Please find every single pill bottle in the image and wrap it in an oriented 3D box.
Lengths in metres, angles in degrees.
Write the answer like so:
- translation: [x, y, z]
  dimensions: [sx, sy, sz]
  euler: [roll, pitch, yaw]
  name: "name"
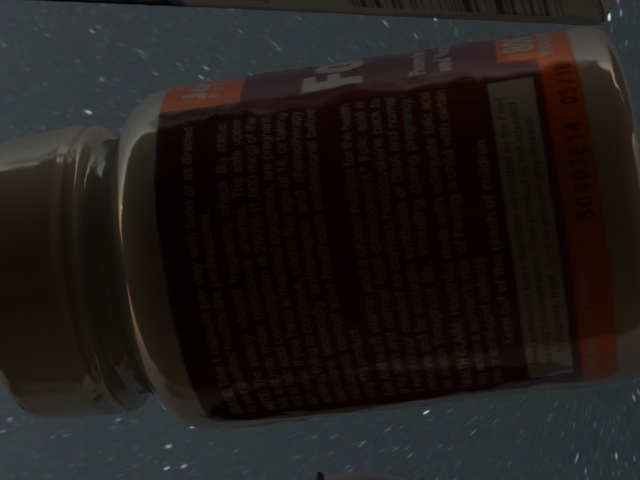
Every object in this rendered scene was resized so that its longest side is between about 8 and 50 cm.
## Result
- translation: [0.000, 0.000, 0.843]
  dimensions: [0.392, 0.224, 0.224]
  euler: [-7, -94, 7]
  name: "pill bottle"

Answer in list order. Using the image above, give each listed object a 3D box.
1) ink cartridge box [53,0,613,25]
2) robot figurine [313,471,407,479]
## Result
- translation: [0.024, -0.227, 0.626]
  dimensions: [0.304, 0.072, 0.307]
  euler: [7, -130, 28]
  name: "ink cartridge box"
- translation: [0.058, 0.300, 0.900]
  dimensions: [0.300, 0.199, 0.353]
  euler: [-35, -72, 15]
  name: "robot figurine"
